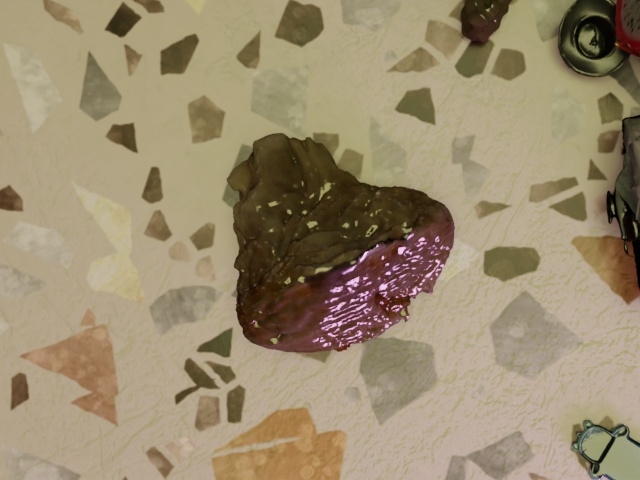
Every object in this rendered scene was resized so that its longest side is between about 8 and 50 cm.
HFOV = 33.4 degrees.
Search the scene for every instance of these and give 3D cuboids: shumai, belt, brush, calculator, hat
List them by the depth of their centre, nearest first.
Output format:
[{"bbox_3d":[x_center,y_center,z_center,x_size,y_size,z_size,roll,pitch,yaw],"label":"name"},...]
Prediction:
[{"bbox_3d":[0.488,-0.044,1.501,0.164,0.184,0.289,-7,83,9],"label":"belt"},{"bbox_3d":[-0.002,-0.002,1.570,0.346,0.217,0.283,-33,54,-10],"label":"shumai"},{"bbox_3d":[0.403,-0.300,1.573,0.121,0.050,0.121,0,94,3],"label":"hat"},{"bbox_3d":[0.279,-0.442,1.576,0.071,0.084,0.301,19,85,5],"label":"brush"},{"bbox_3d":[0.441,0.322,1.577,0.141,0.019,0.094,32,91,6],"label":"calculator"}]

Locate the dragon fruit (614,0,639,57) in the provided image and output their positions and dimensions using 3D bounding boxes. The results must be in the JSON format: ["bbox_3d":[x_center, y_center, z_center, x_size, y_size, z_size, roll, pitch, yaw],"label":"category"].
[{"bbox_3d":[0.568,-0.343,1.453,0.226,0.305,0.305,24,91,-18],"label":"dragon fruit"}]
